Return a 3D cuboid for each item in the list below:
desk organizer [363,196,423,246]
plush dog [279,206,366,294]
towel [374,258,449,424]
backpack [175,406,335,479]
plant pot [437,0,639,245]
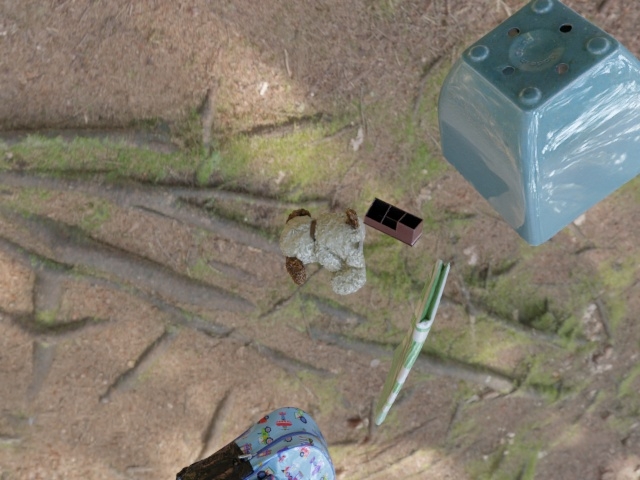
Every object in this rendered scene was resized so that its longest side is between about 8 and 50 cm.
[{"bbox_3d":[0.162,-0.043,1.345,0.047,0.130,0.050,-44,150,-35],"label":"desk organizer"},{"bbox_3d":[0.000,0.000,1.619,0.226,0.262,0.210,-5,143,9],"label":"plush dog"},{"bbox_3d":[0.201,0.225,1.353,0.038,0.247,0.324,23,128,7],"label":"towel"},{"bbox_3d":[-0.054,0.294,0.708,0.173,0.117,0.158,-34,120,-17],"label":"backpack"},{"bbox_3d":[0.318,-0.192,0.869,0.248,0.247,0.252,-37,148,3],"label":"plant pot"}]
